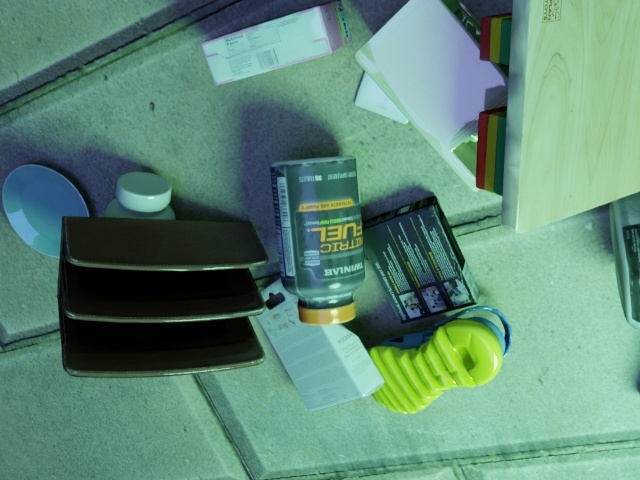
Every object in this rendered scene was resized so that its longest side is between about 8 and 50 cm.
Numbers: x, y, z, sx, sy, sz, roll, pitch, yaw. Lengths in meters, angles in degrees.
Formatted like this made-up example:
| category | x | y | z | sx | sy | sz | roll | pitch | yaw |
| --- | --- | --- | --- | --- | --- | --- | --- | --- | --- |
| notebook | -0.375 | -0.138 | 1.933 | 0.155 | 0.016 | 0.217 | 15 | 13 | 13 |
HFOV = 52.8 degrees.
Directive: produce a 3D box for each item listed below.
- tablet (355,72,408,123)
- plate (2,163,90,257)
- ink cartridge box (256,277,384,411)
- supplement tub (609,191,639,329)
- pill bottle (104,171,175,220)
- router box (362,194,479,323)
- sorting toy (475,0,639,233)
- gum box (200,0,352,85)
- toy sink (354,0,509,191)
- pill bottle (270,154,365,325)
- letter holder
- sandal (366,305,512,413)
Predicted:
| category | x | y | z | sx | sy | sz | roll | pitch | yaw |
| --- | --- | --- | --- | --- | --- | --- | --- | --- | --- |
| tablet | 0.096 | -0.207 | 0.936 | 0.083 | 0.006 | 0.054 | 22 | 120 | 6 |
| plate | -0.504 | -0.056 | 1.198 | 0.188 | 0.024 | 0.188 | 8 | 117 | 15 |
| ink cartridge box | -0.014 | 0.171 | 1.103 | 0.189 | 0.066 | 0.232 | -36 | 80 | 54 |
| supplement tub | 0.533 | 0.005 | 0.788 | 0.316 | 0.193 | 0.193 | -7 | 113 | 21 |
| pill bottle | -0.312 | -0.007 | 1.105 | 0.118 | 0.117 | 0.208 | 20 | 119 | 8 |
| router box | 0.153 | 0.034 | 1.013 | 0.133 | 0.046 | 0.178 | -19 | 108 | 26 |
| sorting toy | 0.286 | -0.169 | 0.716 | 0.089 | 0.256 | 0.257 | 34 | 135 | 53 |
| gum box | -0.064 | -0.275 | 0.896 | 0.189 | 0.107 | 0.062 | -9 | 112 | 22 |
| toy sink | 0.180 | -0.204 | 0.826 | 0.131 | 0.153 | 0.234 | -39 | 98 | 29 |
| pill bottle | 0.000 | 0.000 | 0.964 | 0.131 | 0.130 | 0.245 | -3 | 98 | 19 |
| letter holder | -0.234 | 0.084 | 0.988 | 0.302 | 0.214 | 0.151 | 1 | 122 | -26 |
| sandal | 0.187 | 0.187 | 1.032 | 0.317 | 0.138 | 0.126 | -28 | 89 | 48 |
